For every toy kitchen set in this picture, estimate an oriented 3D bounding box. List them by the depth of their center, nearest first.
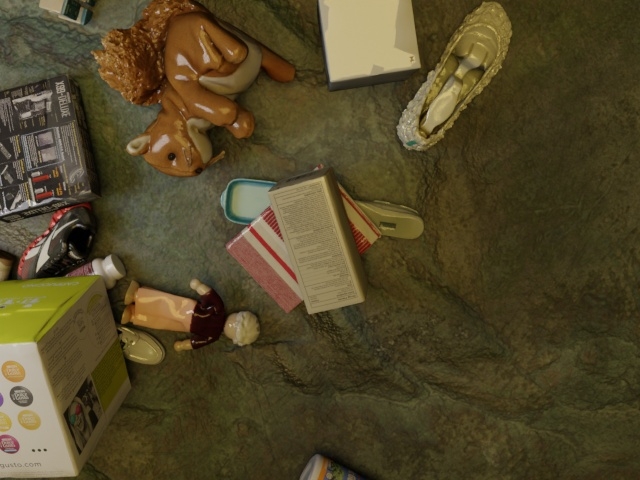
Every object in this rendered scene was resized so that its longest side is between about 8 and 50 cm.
[{"bbox_3d":[-0.545,-0.612,1.642,0.122,0.166,0.207,16,97,-1],"label":"toy kitchen set"}]

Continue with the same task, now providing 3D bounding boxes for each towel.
[{"bbox_3d":[-0.043,-0.001,1.739,0.329,0.037,0.237,-39,99,18],"label":"towel"}]

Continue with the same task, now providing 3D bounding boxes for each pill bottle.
[{"bbox_3d":[-0.571,0.098,1.771,0.152,0.086,0.086,-29,96,4],"label":"pill bottle"},{"bbox_3d":[0.076,0.673,1.804,0.271,0.152,0.152,28,96,-4],"label":"pill bottle"}]

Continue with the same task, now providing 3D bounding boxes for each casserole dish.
[{"bbox_3d":[-0.154,-0.094,1.769,0.188,0.037,0.114,7,97,0],"label":"casserole dish"}]

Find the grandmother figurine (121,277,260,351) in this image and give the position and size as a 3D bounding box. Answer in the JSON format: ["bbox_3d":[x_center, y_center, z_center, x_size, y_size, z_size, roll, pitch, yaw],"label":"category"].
[{"bbox_3d":[-0.317,0.188,1.780,0.342,0.104,0.208,15,123,-4],"label":"grandmother figurine"}]

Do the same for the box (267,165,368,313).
[{"bbox_3d":[0.000,0.000,1.649,0.147,0.121,0.311,-13,105,13],"label":"box"}]

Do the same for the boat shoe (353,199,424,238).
[{"bbox_3d":[0.144,-0.059,1.750,0.227,0.081,0.079,12,115,3],"label":"boat shoe"}]

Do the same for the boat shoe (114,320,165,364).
[{"bbox_3d":[-0.506,0.259,1.795,0.226,0.076,0.083,25,97,-3],"label":"boat shoe"}]

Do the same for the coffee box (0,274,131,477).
[{"bbox_3d":[-0.679,0.299,1.615,0.337,0.338,0.335,-4,111,9],"label":"coffee box"}]

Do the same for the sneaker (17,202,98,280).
[{"bbox_3d":[-0.643,0.030,1.736,0.135,0.097,0.276,41,96,34],"label":"sneaker"}]

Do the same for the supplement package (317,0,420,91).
[{"bbox_3d":[0.102,-0.460,1.606,0.199,0.263,0.198,-9,97,1],"label":"supplement package"}]

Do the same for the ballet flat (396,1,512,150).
[{"bbox_3d":[0.335,-0.385,1.681,0.147,0.147,0.409,32,96,-3],"label":"ballet flat"}]

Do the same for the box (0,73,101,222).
[{"bbox_3d":[-0.681,-0.222,1.698,0.242,0.076,0.308,-15,81,2],"label":"box"}]

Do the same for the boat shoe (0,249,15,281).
[{"bbox_3d":[-0.943,0.035,1.749,0.340,0.121,0.110,21,96,-3],"label":"boat shoe"}]

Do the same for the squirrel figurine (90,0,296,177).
[{"bbox_3d":[-0.329,-0.355,1.658,0.397,0.281,0.371,37,107,10],"label":"squirrel figurine"}]
